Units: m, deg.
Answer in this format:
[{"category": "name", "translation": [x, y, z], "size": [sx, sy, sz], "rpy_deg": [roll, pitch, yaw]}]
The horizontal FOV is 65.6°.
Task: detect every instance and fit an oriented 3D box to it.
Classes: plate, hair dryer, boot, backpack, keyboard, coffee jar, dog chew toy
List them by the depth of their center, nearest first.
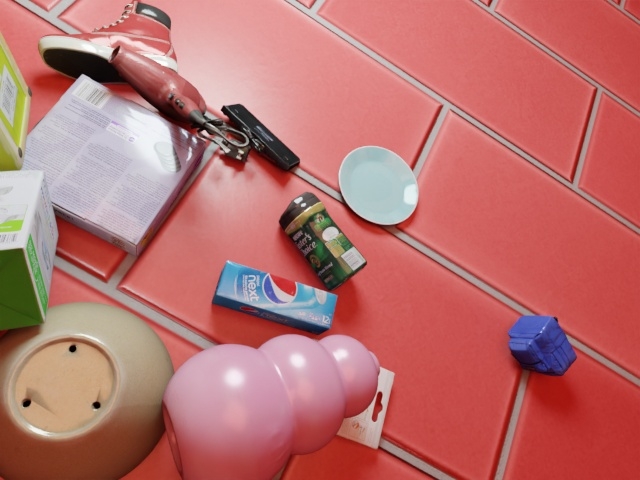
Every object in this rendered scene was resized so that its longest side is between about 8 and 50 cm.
[{"category": "dog chew toy", "translation": [-0.057, 0.237, 0.746], "size": [0.332, 0.206, 0.206], "rpy_deg": [-12, 75, -26]}, {"category": "hair dryer", "translation": [-0.241, -0.254, 0.892], "size": [0.294, 0.223, 0.080], "rpy_deg": [32, 87, -4]}, {"category": "coffee jar", "translation": [0.000, 0.000, 0.948], "size": [0.079, 0.096, 0.184], "rpy_deg": [-34, 84, -30]}, {"category": "boot", "translation": [-0.408, -0.398, 0.959], "size": [0.245, 0.088, 0.176], "rpy_deg": [-3, 71, -29]}, {"category": "keyboard", "translation": [-0.124, -0.207, 1.001], "size": [0.180, 0.023, 0.108], "rpy_deg": [42, 25, 0]}, {"category": "backpack", "translation": [0.455, 0.227, 1.029], "size": [0.101, 0.098, 0.120], "rpy_deg": [-42, 101, -18]}, {"category": "plate", "translation": [0.124, -0.117, 1.077], "size": [0.188, 0.024, 0.188], "rpy_deg": [7, 69, -18]}]

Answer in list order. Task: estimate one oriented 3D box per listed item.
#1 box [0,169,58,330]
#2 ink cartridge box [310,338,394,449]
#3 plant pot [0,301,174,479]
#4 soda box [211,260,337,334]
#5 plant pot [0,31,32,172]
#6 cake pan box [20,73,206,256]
[{"category": "box", "translation": [-0.503, 0.011, 0.645], "size": [0.262, 0.126, 0.231], "rpy_deg": [-8, 33, -20]}, {"category": "ink cartridge box", "translation": [0.036, 0.276, 0.895], "size": [0.179, 0.045, 0.145], "rpy_deg": [27, 63, -18]}, {"category": "plant pot", "translation": [-0.344, 0.210, 0.693], "size": [0.284, 0.191, 0.283], "rpy_deg": [7, 69, -18]}, {"category": "soda box", "translation": [-0.082, 0.106, 0.892], "size": [0.210, 0.071, 0.067], "rpy_deg": [18, 66, -12]}, {"category": "plant pot", "translation": [-0.561, -0.207, 0.719], "size": [0.207, 0.227, 0.228], "rpy_deg": [-6, 61, -12]}, {"category": "cake pan box", "translation": [-0.380, -0.138, 0.880], "size": [0.267, 0.070, 0.245], "rpy_deg": [28, 62, -8]}]
